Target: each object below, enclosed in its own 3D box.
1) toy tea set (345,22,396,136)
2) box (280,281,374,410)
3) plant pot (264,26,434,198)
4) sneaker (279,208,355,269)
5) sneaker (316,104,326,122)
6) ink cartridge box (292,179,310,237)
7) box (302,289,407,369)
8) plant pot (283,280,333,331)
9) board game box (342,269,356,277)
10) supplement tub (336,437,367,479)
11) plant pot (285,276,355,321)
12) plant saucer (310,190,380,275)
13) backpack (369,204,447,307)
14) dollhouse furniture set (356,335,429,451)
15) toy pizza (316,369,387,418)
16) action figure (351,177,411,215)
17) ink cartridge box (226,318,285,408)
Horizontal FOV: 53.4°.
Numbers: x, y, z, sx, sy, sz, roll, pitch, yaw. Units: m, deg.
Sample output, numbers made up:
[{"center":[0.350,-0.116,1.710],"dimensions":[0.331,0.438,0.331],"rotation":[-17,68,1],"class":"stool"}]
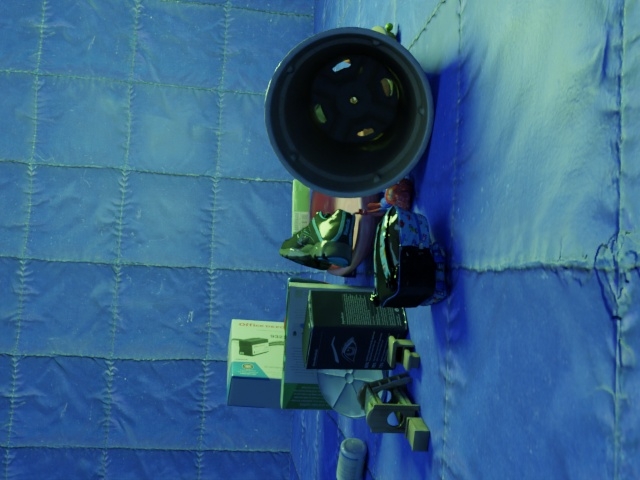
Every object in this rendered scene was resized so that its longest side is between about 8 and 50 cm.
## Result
[{"center":[0.135,-0.403,1.690],"dimensions":[0.200,0.124,0.335],"rotation":[29,116,49],"class":"toy tea set"},{"center":[0.023,0.272,1.619],"dimensions":[0.058,0.233,0.321],"rotation":[-143,57,-83],"class":"box"},{"center":[0.069,-0.290,1.389],"dimensions":[0.305,0.334,0.333],"rotation":[-73,-10,-71],"class":"plant pot"},{"center":[0.000,0.000,1.693],"dimensions":[0.341,0.125,0.139],"rotation":[-5,68,62],"class":"sneaker"},{"center":[0.028,-0.516,2.426],"dimensions":[0.286,0.130,0.109],"rotation":[-64,1,-40],"class":"sneaker"},{"center":[-0.059,-0.065,1.933],"dimensions":[0.235,0.056,0.171],"rotation":[105,166,-74],"class":"ink cartridge box"},{"center":[0.069,0.199,1.397],"dimensions":[0.108,0.207,0.153],"rotation":[-95,11,-46],"class":"box"},{"center":[-0.012,0.244,2.085],"dimensions":[0.174,0.191,0.191],"rotation":[110,163,-44],"class":"plant pot"},{"center":[0.083,-0.058,2.029],"dimensions":[0.208,0.056,0.346],"rotation":[-179,92,-78],"class":"board game box"},{"center":[0.081,0.576,1.656],"dimensions":[0.071,0.071,0.107],"rotation":[-104,20,-66],"class":"supplement tub"},{"center":[0.009,0.228,1.772],"dimensions":[0.236,0.212,0.235],"rotation":[99,173,-81],"class":"plant pot"},{"center":[0.070,-0.070,1.742],"dimensions":[0.332,0.084,0.331],"rotation":[179,90,-67],"class":"plant saucer"},{"center":[0.157,0.027,1.153],"dimensions":[0.158,0.117,0.173],"rotation":[114,158,-70],"class":"backpack"},{"center":[0.140,0.288,1.225],"dimensions":[0.182,0.101,0.160],"rotation":[-127,41,-78],"class":"dollhouse furniture set"},{"center":[0.077,0.329,1.539],"dimensions":[0.032,0.201,0.201],"rotation":[-5,-78,-54],"class":"toy pizza"},{"center":[0.122,-0.103,1.439],"dimensions":[0.280,0.139,0.091],"rotation":[-157,70,-79],"class":"action figure"},{"center":[-0.189,0.400,2.093],"dimensions":[0.307,0.223,0.128],"rotation":[-104,21,-62],"class":"ink cartridge box"}]
